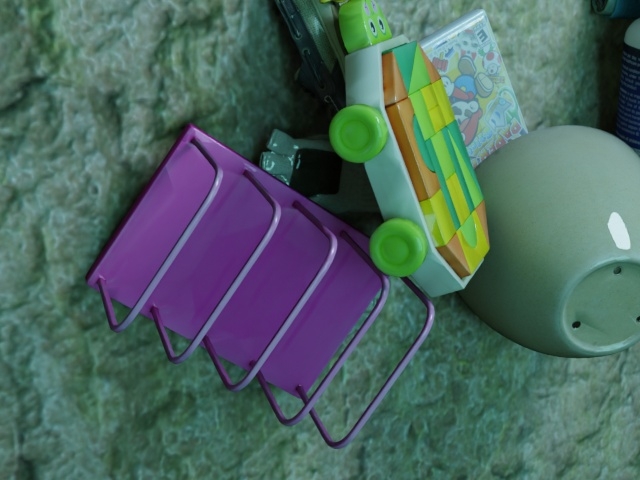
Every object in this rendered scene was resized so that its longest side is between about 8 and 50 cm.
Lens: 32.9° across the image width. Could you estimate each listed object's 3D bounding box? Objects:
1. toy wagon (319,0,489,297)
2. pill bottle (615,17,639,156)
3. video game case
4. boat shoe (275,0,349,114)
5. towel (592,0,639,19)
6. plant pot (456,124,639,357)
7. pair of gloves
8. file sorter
[{"bbox_3d":[0.087,-0.117,1.142,0.344,0.068,0.267,70,23,-8],"label":"toy wagon"},{"bbox_3d":[0.460,-0.205,1.381,0.153,0.153,0.265,-13,115,-26],"label":"pill bottle"},{"bbox_3d":[0.143,-0.138,1.317,0.227,0.026,0.206,-33,114,-19],"label":"video game case"},{"bbox_3d":[0.006,-0.193,1.200,0.073,0.080,0.224,-18,99,14],"label":"boat shoe"},{"bbox_3d":[0.513,-0.439,1.452,0.370,0.040,0.272,-9,105,-29],"label":"towel"},{"bbox_3d":[0.308,0.031,1.290,0.284,0.191,0.284,-6,120,-10],"label":"plant pot"},{"bbox_3d":[0.000,0.000,1.242,0.204,0.042,0.240,11,100,-25],"label":"pair of gloves"},{"bbox_3d":[-0.058,0.056,1.119,0.290,0.182,0.202,32,97,-24],"label":"file sorter"}]
